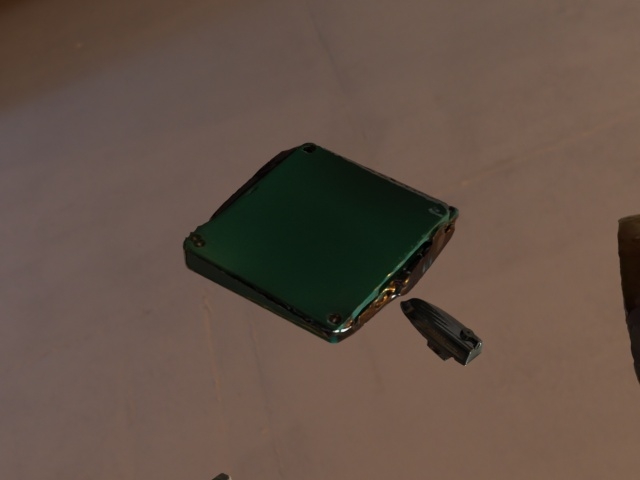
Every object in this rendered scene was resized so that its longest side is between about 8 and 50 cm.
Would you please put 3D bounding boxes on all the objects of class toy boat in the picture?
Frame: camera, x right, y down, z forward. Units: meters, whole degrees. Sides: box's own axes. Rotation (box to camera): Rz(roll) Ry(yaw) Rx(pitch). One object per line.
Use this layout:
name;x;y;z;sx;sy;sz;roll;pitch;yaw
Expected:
toy boat;0.176;0.131;1.528;0.141;0.060;0.055;38;-146;20

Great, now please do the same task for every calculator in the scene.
calculator;0.000;0.000;1.231;0.248;0.058;0.274;25;-132;23

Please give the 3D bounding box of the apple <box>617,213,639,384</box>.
apple;0.351;0.132;0.880;0.254;0.179;0.345;3;-115;-16

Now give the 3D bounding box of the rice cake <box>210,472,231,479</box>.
rice cake;-0.179;0.367;1.186;0.222;0.080;0.042;-34;-170;-18
